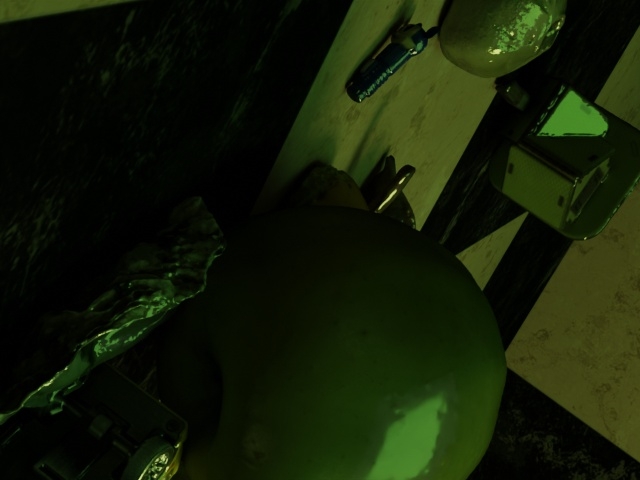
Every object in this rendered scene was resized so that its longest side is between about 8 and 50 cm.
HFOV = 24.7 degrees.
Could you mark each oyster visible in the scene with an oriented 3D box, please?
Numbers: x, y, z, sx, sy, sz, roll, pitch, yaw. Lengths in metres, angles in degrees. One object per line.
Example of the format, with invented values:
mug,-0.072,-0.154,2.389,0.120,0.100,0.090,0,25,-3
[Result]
oyster,-0.187,0.071,1.314,0.252,0.087,0.199,-48,174,4

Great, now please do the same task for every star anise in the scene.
star anise,0.068,0.047,1.877,0.109,0.292,0.349,-4,170,-11

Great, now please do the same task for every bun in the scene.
bun,0.229,-0.267,1.739,0.173,0.113,0.166,-53,164,4

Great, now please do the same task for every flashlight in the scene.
flashlight,0.075,-0.199,1.595,0.121,0.057,0.035,-43,120,-12

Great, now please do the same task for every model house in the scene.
model house,0.350,-0.145,2.170,0.205,0.218,0.279,-56,159,1

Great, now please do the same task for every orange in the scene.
orange,0.000,0.000,1.671,0.160,0.112,0.170,-53,175,-5

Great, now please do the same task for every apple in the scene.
apple,0.014,0.132,1.478,0.357,0.357,0.357,-48,163,-20

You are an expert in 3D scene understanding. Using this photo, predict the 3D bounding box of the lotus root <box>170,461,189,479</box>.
lotus root,-0.142,0.333,1.808,0.309,0.173,0.173,-37,159,-15

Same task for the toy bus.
toy bus,-0.277,0.271,1.367,0.330,0.144,0.152,-46,162,-29
